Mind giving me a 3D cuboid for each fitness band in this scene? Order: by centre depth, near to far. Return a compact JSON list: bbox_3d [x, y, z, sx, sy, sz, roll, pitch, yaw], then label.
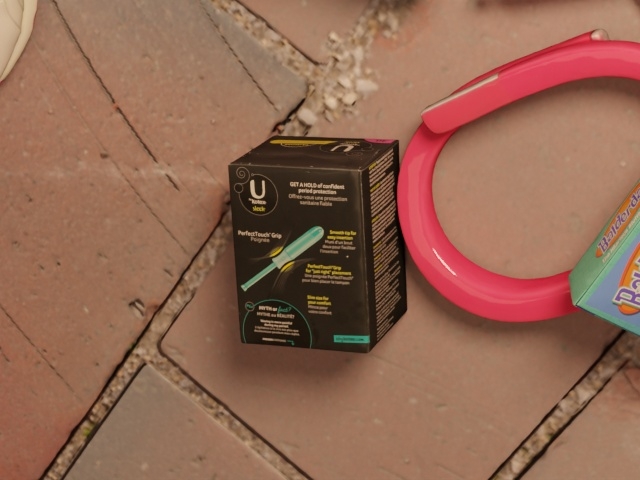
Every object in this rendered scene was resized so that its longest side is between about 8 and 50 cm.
[{"bbox_3d":[0.195,-0.047,1.265,0.291,0.054,0.209,-21,102,28],"label":"fitness band"}]

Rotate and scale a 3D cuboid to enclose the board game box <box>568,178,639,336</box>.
[{"bbox_3d":[0.321,0.024,1.197,0.210,0.047,0.160,26,119,-13],"label":"board game box"}]

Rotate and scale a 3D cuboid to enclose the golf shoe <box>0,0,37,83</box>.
[{"bbox_3d":[-0.310,-0.258,1.346,0.115,0.140,0.306,19,116,14],"label":"golf shoe"}]

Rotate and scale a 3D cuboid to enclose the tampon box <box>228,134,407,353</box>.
[{"bbox_3d":[0.000,0.000,1.330,0.120,0.101,0.161,4,109,21],"label":"tampon box"}]
